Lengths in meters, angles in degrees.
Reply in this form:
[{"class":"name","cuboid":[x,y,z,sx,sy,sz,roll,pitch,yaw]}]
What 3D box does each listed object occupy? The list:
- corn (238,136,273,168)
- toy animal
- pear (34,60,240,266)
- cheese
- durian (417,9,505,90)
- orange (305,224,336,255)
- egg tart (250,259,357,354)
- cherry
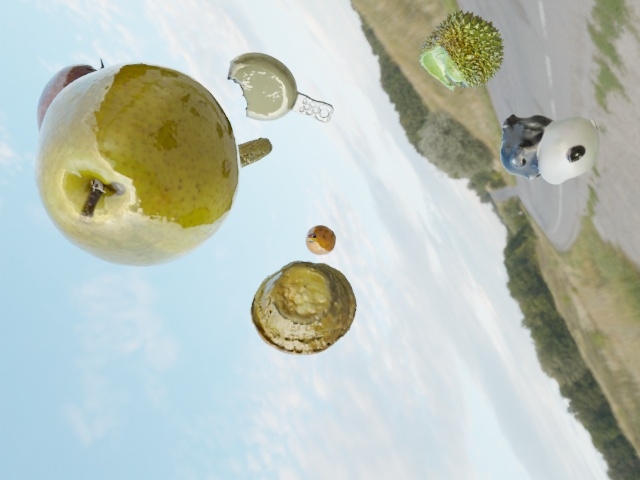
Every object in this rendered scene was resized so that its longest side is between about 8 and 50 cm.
[{"class":"corn","cuboid":[-0.278,-0.278,1.791,0.288,0.086,0.086,-30,-90,-39]},{"class":"toy animal","cuboid":[0.694,-0.270,1.605,0.267,0.212,0.212,23,168,42]},{"class":"pear","cuboid":[-0.316,-0.136,0.970,0.362,0.362,0.418,57,-169,-9]},{"class":"cheese","cuboid":[-0.091,-0.362,1.275,0.070,0.249,0.163,-80,-8,-54]},{"class":"durian","cuboid":[0.369,-0.482,1.378,0.200,0.176,0.237,56,-179,-3]},{"class":"orange","cuboid":[0.001,0.000,1.388,0.083,0.083,0.083,51,-160,-26]},{"class":"egg tart","cuboid":[-0.029,0.107,0.924,0.074,0.191,0.191,94,160,-59]},{"class":"cherry","cuboid":[-0.537,-0.277,1.250,0.230,0.300,0.203,23,175,-21]}]
